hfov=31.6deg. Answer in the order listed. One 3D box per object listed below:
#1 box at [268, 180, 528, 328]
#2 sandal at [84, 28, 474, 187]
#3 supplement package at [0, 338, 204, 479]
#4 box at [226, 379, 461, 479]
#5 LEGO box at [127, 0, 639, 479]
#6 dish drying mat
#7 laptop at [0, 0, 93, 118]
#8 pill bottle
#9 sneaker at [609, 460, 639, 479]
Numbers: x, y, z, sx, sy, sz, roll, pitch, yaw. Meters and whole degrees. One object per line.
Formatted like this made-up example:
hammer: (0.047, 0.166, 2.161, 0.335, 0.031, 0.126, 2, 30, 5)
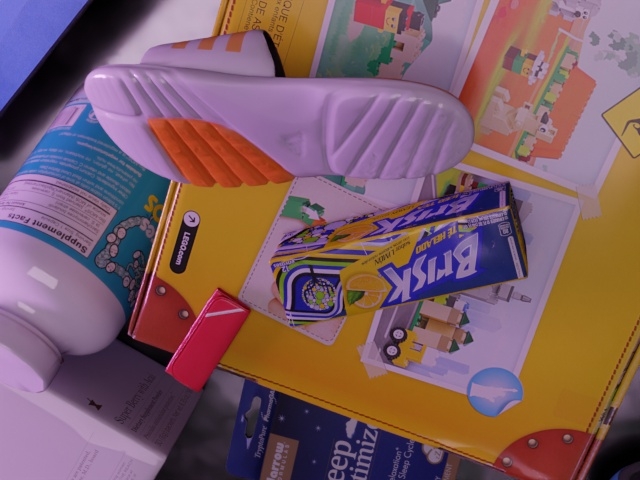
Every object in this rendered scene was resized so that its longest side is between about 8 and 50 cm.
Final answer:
box: (0.055, 0.010, 0.778, 0.169, 0.059, 0.054, -14, 108, 14)
sandal: (-0.024, -0.091, 0.748, 0.265, 0.076, 0.102, 5, 141, 18)
supplement package: (-0.289, 0.164, 1.060, 0.293, 0.177, 0.175, 30, 104, -2)
box: (0.024, 0.203, 1.112, 0.225, 0.036, 0.136, 14, 103, 4)
LEGO box: (0.110, -0.107, 0.865, 0.372, 0.193, 0.500, 20, 111, 2)
dish drying mat: (-0.085, 0.076, 0.852, 0.032, 0.008, 0.083, 32, 111, -2)
laptop: (-0.367, -0.298, 0.866, 0.236, 0.408, 0.382, -39, 83, -7)
pill bottle: (-0.207, -0.004, 0.968, 0.146, 0.146, 0.264, 28, 62, -1)
sneaker: (0.415, 0.323, 1.046, 0.341, 0.139, 0.125, 32, 106, 0)
